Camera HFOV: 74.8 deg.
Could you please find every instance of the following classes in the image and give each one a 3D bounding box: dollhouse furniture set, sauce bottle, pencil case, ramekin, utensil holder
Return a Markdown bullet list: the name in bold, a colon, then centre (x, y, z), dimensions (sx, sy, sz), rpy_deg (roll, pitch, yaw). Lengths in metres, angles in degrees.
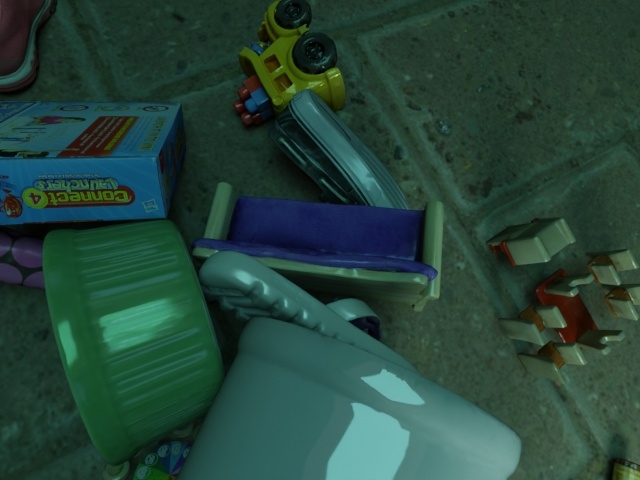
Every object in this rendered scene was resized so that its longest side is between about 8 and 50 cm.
- **dollhouse furniture set**: centre (0.444, 0.090, 0.794), dimensions (0.262, 0.135, 0.259), rpy_deg (-31, 93, -16)
- **sauce bottle**: centre (0.530, 0.452, 0.730), dimensions (0.042, 0.042, 0.128), rpy_deg (22, 71, -3)
- **pencil case**: centre (-0.473, 0.015, 0.623), dimensions (0.209, 0.098, 0.095), rpy_deg (22, 84, -33)
- **ramekin**: centre (-0.236, 0.115, 0.565), dimensions (0.148, 0.303, 0.304), rpy_deg (-17, 78, -22)
- **utensil holder**: centre (-0.013, 0.324, 0.419), dimensions (0.327, 0.328, 0.386), rpy_deg (26, 68, -2)

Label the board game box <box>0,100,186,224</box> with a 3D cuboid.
- **board game box**: centre (-0.370, -0.130, 0.618), dimensions (0.301, 0.086, 0.308), rpy_deg (-3, 30, -10)

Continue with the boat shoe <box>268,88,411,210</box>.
- **boat shoe**: centre (0.044, -0.115, 0.770), dimensions (0.335, 0.119, 0.121), rpy_deg (48, 28, -13)

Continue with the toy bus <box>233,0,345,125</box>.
- **toy bus**: centre (-0.083, -0.324, 0.804), dimensions (0.211, 0.149, 0.220), rpy_deg (-28, 78, 0)

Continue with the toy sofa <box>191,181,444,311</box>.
- **toy sofa**: centre (0.000, 0.000, 0.647), dimensions (0.362, 0.177, 0.150), rpy_deg (6, 69, 9)

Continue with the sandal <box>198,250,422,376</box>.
- **sandal**: centre (0.020, 0.122, 0.610), dimensions (0.416, 0.169, 0.102), rpy_deg (41, 55, -30)

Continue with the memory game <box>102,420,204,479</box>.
- **memory game**: centre (-0.217, 0.333, 0.595), dimensions (0.186, 0.012, 0.186), rpy_deg (4, 37, -3)

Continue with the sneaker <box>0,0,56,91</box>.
- **sneaker**: centre (-0.561, -0.431, 0.741), dimensions (0.115, 0.136, 0.314), rpy_deg (-3, 75, -12)
